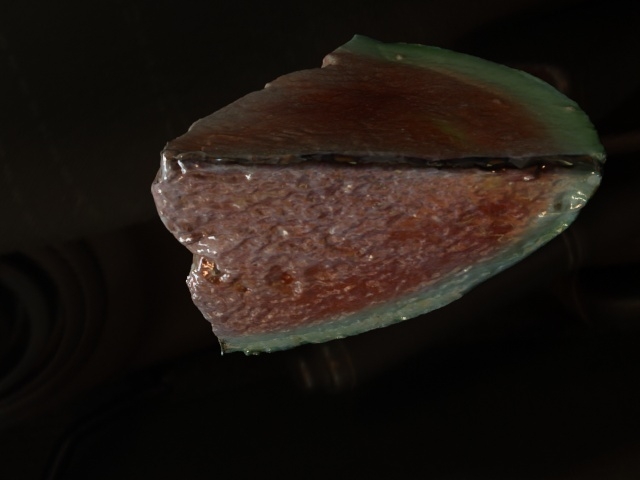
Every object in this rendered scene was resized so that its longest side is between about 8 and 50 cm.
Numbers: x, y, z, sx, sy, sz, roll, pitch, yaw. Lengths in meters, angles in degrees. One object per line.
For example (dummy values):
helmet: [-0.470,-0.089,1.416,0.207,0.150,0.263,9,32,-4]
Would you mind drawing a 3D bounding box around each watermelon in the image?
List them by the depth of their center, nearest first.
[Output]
watermelon: [0.024,-0.009,0.664,0.207,0.202,0.136,3,114,46]
